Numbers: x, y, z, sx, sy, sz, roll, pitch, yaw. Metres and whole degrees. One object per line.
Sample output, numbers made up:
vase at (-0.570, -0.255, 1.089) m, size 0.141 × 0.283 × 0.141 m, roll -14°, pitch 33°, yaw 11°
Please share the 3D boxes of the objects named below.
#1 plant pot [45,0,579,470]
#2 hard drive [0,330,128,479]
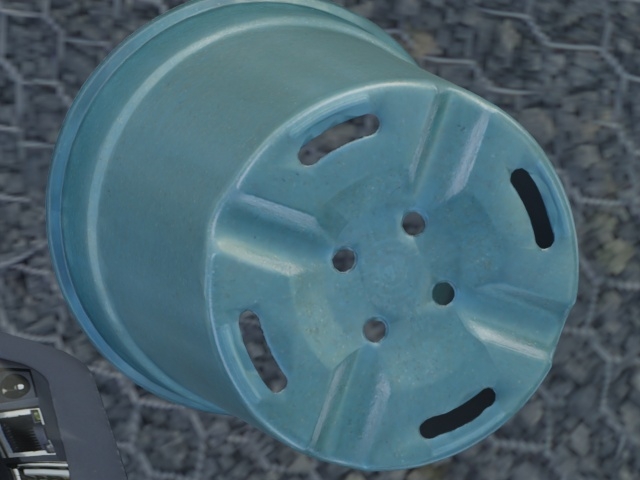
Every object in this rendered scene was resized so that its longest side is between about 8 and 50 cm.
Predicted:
plant pot at (0.000, 0.000, 1.325) m, size 0.341 × 0.334 × 0.341 m, roll -3°, pitch 101°, yaw -17°
hard drive at (-0.057, 0.156, 0.439) m, size 0.054 × 0.255 × 0.172 m, roll -7°, pitch 134°, yaw -13°
